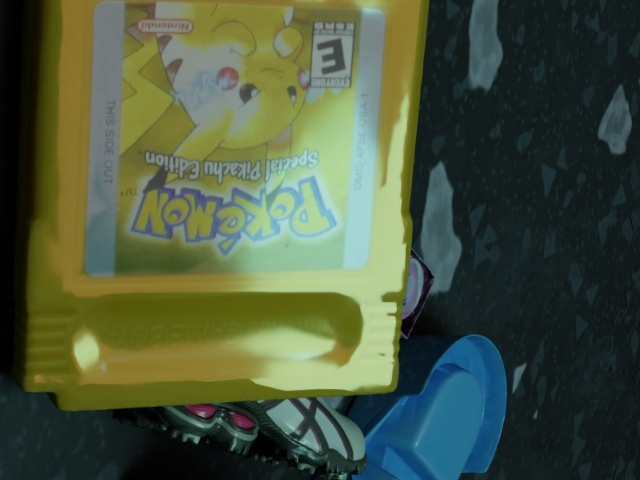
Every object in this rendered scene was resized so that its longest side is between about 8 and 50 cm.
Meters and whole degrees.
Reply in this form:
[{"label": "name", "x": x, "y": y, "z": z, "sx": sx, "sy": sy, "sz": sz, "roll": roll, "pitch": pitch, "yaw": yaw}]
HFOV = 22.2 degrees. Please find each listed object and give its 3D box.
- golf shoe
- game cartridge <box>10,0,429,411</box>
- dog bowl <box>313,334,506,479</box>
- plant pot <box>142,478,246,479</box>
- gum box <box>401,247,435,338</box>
[{"label": "golf shoe", "x": -0.037, "y": 0.118, "z": 1.281, "sx": 0.273, "sy": 0.105, "sz": 0.120, "roll": 29, "pitch": 72, "yaw": -54}, {"label": "game cartridge", "x": -0.065, "y": -0.045, "z": 1.119, "sx": 0.285, "sy": 0.053, "sz": 0.323, "roll": -1, "pitch": 101, "yaw": -24}, {"label": "dog bowl", "x": 0.070, "y": 0.215, "z": 1.483, "sx": 0.297, "sy": 0.074, "sz": 0.166, "roll": -61, "pitch": 142, "yaw": -20}, {"label": "plant pot", "x": -0.017, "y": 0.318, "z": 1.234, "sx": 0.212, "sy": 0.236, "sz": 0.235, "roll": 43, "pitch": 49, "yaw": -59}, {"label": "gum box", "x": 0.000, "y": 0.000, "z": 1.286, "sx": 0.188, "sy": 0.107, "sz": 0.062, "roll": 48, "pitch": 63, "yaw": -49}]
